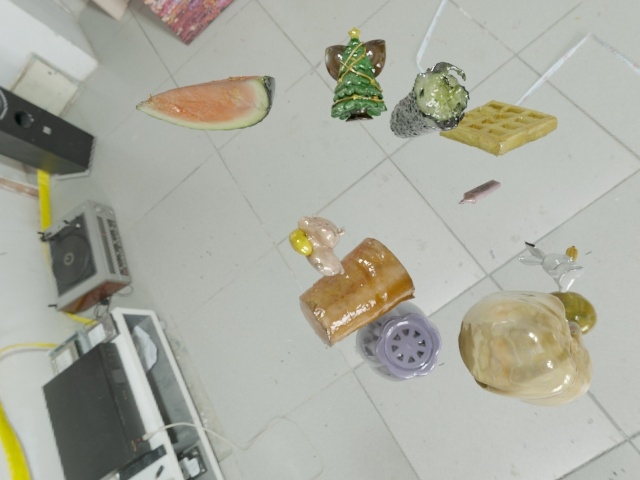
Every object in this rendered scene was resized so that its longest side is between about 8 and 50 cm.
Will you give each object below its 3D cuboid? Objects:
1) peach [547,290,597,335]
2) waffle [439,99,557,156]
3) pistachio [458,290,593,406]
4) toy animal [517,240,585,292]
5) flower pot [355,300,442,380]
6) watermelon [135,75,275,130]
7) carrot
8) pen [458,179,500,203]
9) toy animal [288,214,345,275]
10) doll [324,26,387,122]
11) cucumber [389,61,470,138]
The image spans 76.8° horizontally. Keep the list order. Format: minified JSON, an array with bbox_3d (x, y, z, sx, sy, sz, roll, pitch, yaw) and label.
[{"bbox_3d":[0.867,0.282,1.472,0.251,0.251,0.153,-25,105,15],"label":"peach"},{"bbox_3d":[0.510,-0.331,1.167,0.248,0.055,0.221,-25,38,-21],"label":"waffle"},{"bbox_3d":[0.416,0.216,0.847,0.238,0.321,0.229,-33,96,6],"label":"pistachio"},{"bbox_3d":[0.756,0.064,1.314,0.127,0.181,0.131,18,114,-14],"label":"toy animal"},{"bbox_3d":[0.249,0.303,1.219,0.265,0.243,0.265,0,80,-1],"label":"flower pot"},{"bbox_3d":[-0.159,-0.211,0.603,0.245,0.119,0.063,3,89,28],"label":"watermelon"},{"bbox_3d":[0.080,0.136,0.990,0.254,0.196,0.196,-35,65,-18],"label":"carrot"},{"bbox_3d":[0.548,-0.165,1.401,0.197,0.032,0.053,-28,44,-26],"label":"pen"},{"bbox_3d":[0.000,0.000,0.667,0.082,0.091,0.114,-46,61,5],"label":"toy animal"},{"bbox_3d":[0.044,-0.204,0.501,0.078,0.076,0.113,-3,115,11],"label":"doll"},{"bbox_3d":[0.130,-0.163,0.510,0.067,0.245,0.067,1,101,4],"label":"cucumber"}]
